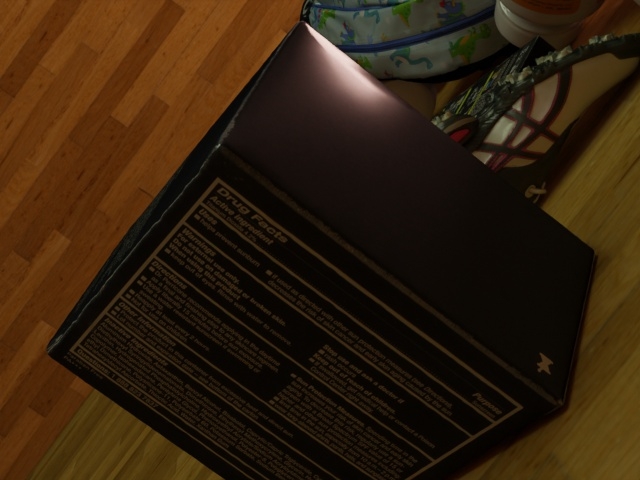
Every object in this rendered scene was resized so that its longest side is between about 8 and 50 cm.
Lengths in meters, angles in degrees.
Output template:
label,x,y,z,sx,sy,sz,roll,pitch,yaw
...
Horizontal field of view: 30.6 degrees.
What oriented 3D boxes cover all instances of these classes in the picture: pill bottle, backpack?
label,x,y,z,sx,sy,sz,roll,pitch,yaw
pill bottle,0.254,-0.318,1.247,0.136,0.136,0.246,-59,-14,-28
backpack,0.153,-0.323,1.544,0.290,0.273,0.355,-25,32,-15

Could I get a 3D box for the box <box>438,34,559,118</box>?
label,x,y,z,sx,sy,sz,roll,pitch,yaw
box,0.153,-0.074,1.287,0.270,0.060,0.216,-59,11,-27

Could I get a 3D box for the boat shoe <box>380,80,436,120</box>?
label,x,y,z,sx,sy,sz,roll,pitch,yaw
boat shoe,0.096,-0.183,1.806,0.102,0.108,0.301,-63,6,-35

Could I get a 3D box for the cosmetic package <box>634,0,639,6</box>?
label,x,y,z,sx,sy,sz,roll,pitch,yaw
cosmetic package,0.334,-0.307,0.979,0.225,0.138,0.224,-48,8,24

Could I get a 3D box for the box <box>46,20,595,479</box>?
label,x,y,z,sx,sy,sz,roll,pitch,yaw
box,0.000,0.047,0.909,0.294,0.296,0.183,-43,14,43

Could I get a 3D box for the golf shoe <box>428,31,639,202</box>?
label,x,y,z,sx,sy,sz,roll,pitch,yaw
golf shoe,0.192,-0.099,1.106,0.272,0.120,0.105,-30,4,5
